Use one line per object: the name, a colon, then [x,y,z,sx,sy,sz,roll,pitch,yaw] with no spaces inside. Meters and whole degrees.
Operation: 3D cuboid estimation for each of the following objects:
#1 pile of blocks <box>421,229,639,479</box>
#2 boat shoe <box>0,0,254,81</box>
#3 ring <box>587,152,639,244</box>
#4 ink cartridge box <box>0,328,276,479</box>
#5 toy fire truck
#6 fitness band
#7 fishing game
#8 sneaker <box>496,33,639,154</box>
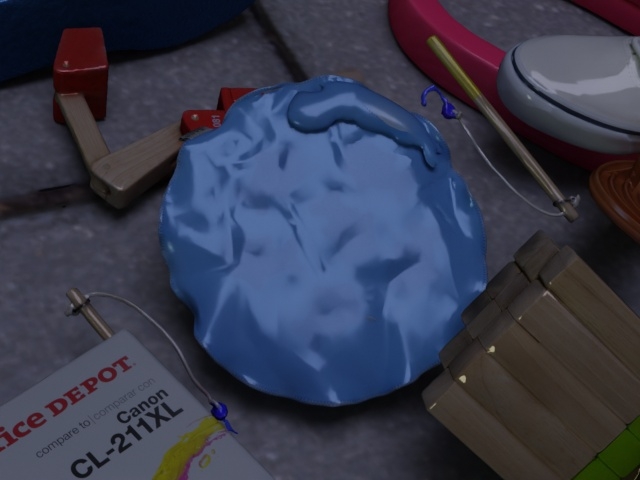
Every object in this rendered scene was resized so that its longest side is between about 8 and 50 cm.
pile of blocks: [0.226,0.101,0.637,0.362,0.148,0.112,18,15,-8]
boat shoe: [-0.157,-0.182,0.777,0.258,0.109,0.089,-16,51,-29]
ring: [0.317,0.019,0.669,0.337,0.032,0.336,19,19,-7]
ink cartridge box: [-0.085,0.143,0.525,0.175,0.072,0.127,41,53,21]
toy fire truck: [-0.093,-0.050,0.714,0.135,0.047,0.192,-1,50,-15]
fitness band: [0.189,-0.151,0.882,0.291,0.054,0.209,33,52,16]
fishing game: [0.000,0.000,0.645,0.264,0.041,0.189,-40,84,-16]
sneaker: [0.247,-0.114,0.768,0.258,0.091,0.094,3,51,-11]
